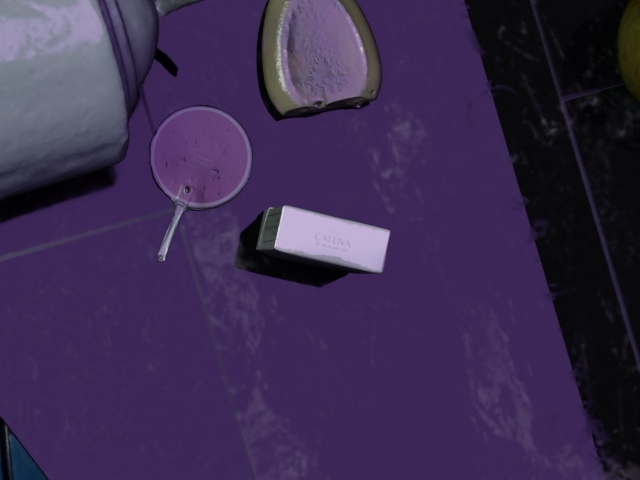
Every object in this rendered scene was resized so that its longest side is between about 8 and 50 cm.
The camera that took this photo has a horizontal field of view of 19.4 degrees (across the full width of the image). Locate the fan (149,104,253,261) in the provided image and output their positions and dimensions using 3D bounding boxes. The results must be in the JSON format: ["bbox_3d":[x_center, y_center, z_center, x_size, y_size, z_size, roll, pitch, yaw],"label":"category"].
[{"bbox_3d":[-0.105,-0.045,1.505,0.085,0.005,0.133,23,83,-7],"label":"fan"}]

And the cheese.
[{"bbox_3d":[-0.011,-0.198,1.511,0.097,0.037,0.192,-11,88,-10],"label":"cheese"}]

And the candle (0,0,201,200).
[{"bbox_3d":[-0.262,-0.128,1.379,0.342,0.221,0.221,-18,89,-16],"label":"candle"}]

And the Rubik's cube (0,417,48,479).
[{"bbox_3d":[-0.281,0.233,1.393,0.233,0.228,0.229,21,128,28],"label":"Rubik's cube"}]

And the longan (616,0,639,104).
[{"bbox_3d":[0.314,-0.168,1.494,0.145,0.176,0.155,14,41,29],"label":"longan"}]

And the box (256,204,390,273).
[{"bbox_3d":[0.000,0.001,1.441,0.084,0.154,0.040,11,89,-7],"label":"box"}]
